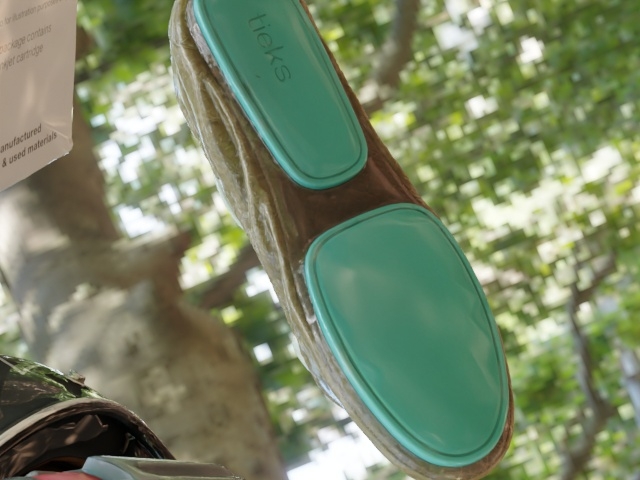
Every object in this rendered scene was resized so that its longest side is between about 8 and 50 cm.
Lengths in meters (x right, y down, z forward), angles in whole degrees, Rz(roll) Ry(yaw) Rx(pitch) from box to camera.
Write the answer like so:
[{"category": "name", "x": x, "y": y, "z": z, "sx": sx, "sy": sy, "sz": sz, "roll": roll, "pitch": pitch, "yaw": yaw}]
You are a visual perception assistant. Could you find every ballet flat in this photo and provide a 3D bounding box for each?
[{"category": "ballet flat", "x": 0.000, "y": 0.000, "z": 1.020, "sx": 0.342, "sy": 0.116, "sz": 0.124, "roll": 60, "pitch": 153, "yaw": 15}]

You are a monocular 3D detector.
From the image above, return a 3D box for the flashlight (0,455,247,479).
[{"category": "flashlight", "x": -0.136, "y": 0.094, "z": 0.371, "sx": 0.304, "sy": 0.103, "sz": 0.103, "roll": 10, "pitch": -168, "yaw": -46}]

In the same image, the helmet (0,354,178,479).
[{"category": "helmet", "x": -0.114, "y": 0.120, "z": 0.584, "sx": 0.161, "sy": 0.169, "sz": 0.169, "roll": 51, "pitch": -174, "yaw": -1}]

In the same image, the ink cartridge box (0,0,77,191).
[{"category": "ink cartridge box", "x": -0.225, "y": -0.185, "z": 0.744, "sx": 0.129, "sy": 0.223, "sz": 0.307, "roll": -43, "pitch": -38, "yaw": -63}]
